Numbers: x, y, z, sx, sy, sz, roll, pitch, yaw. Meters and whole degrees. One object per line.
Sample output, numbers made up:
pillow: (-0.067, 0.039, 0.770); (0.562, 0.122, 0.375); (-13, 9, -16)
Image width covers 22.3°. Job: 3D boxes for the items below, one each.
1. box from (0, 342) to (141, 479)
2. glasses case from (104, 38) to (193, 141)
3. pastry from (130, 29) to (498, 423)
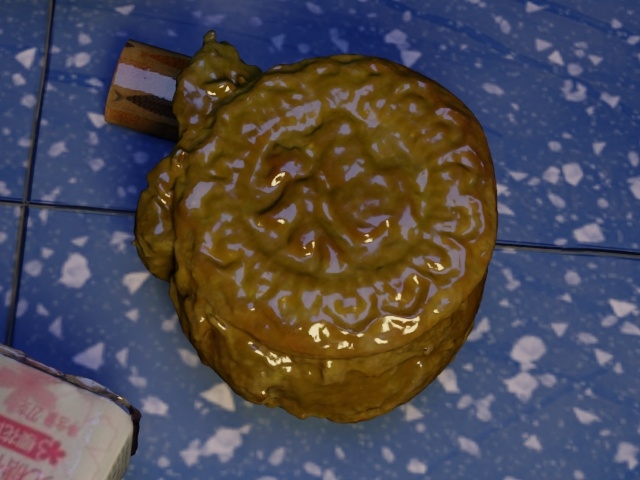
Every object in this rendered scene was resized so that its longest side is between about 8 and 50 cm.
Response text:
box: (-0.258, 0.219, 0.932); (0.190, 0.112, 0.369); (22, 60, 2)
glasses case: (-0.067, -0.098, 1.185); (0.170, 0.041, 0.064); (16, 60, -1)
pastry: (0.000, 0.000, 1.085); (0.235, 0.132, 0.240); (11, 65, 10)
